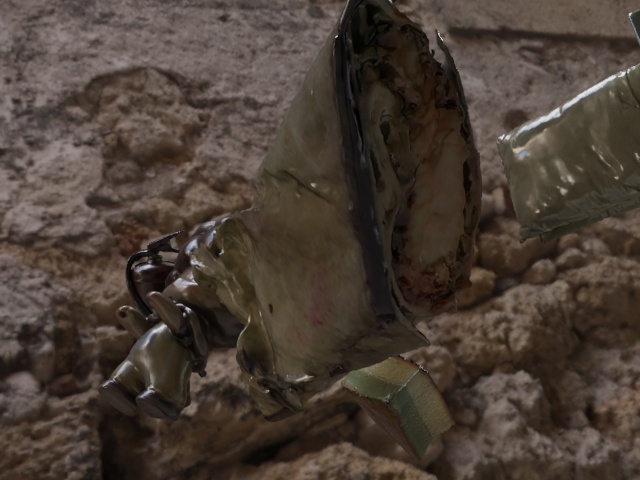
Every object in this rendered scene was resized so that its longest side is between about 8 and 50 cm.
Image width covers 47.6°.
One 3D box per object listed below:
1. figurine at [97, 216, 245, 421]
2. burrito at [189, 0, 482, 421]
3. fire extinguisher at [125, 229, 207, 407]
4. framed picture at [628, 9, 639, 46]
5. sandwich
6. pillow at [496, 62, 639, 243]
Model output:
[{"bbox_3d":[-0.175,0.113,1.129,0.248,0.381,0.203,-19,-64,44],"label":"figurine"},{"bbox_3d":[0.008,0.009,0.495,0.107,0.175,0.348,-32,-12,-38],"label":"burrito"},{"bbox_3d":[-0.296,0.152,1.396,0.141,0.342,0.105,-3,6,-7],"label":"fire extinguisher"},{"bbox_3d":[0.270,-0.057,0.267,0.252,0.197,0.014,-15,-34,18],"label":"framed picture"},{"bbox_3d":[0.158,0.299,1.293,0.108,0.186,0.220,-45,12,-14],"label":"sandwich"},{"bbox_3d":[0.273,-0.082,0.740,0.181,0.134,0.077,-27,-18,35],"label":"pillow"}]
